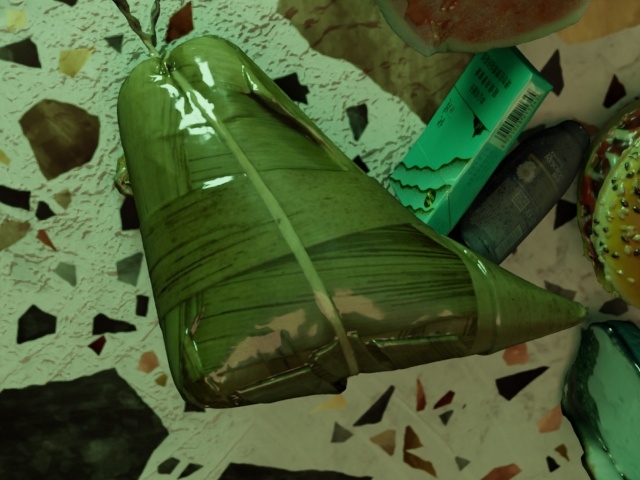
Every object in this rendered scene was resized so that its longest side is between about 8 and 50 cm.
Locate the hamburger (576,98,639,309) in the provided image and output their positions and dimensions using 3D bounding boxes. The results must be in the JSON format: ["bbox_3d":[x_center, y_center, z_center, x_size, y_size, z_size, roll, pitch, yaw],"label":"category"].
[{"bbox_3d":[0.450,-0.040,1.985,0.300,0.176,0.300,-4,113,-8],"label":"hamburger"}]

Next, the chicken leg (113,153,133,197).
[{"bbox_3d":[-0.140,-0.023,1.958,0.251,0.087,0.107,32,95,-13],"label":"chicken leg"}]

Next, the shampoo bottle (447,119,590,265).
[{"bbox_3d":[0.240,-0.058,1.952,0.234,0.049,0.087,-45,110,-24],"label":"shampoo bottle"}]

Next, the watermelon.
[{"bbox_3d":[0.164,-0.320,1.804,0.305,0.180,0.224,-7,95,-25],"label":"watermelon"}]

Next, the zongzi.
[{"bbox_3d":[0.017,-0.082,1.841,0.467,0.218,0.500,-12,79,-11],"label":"zongzi"}]

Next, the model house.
[{"bbox_3d":[0.482,0.233,2.094,0.291,0.253,0.184,4,128,-28],"label":"model house"}]

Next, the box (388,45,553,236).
[{"bbox_3d":[0.172,-0.122,1.914,0.042,0.161,0.226,29,107,-21],"label":"box"}]
